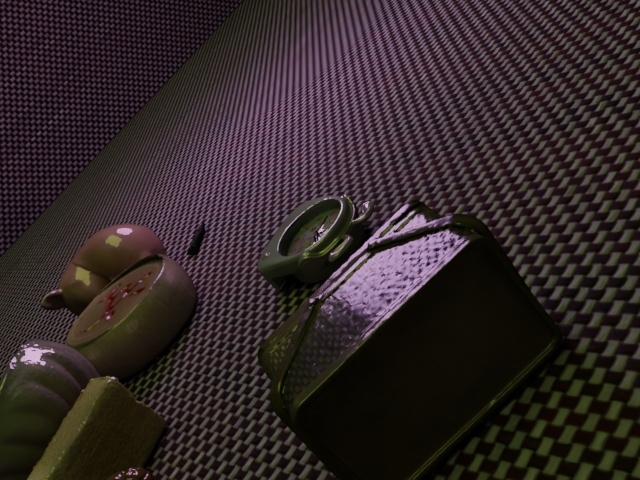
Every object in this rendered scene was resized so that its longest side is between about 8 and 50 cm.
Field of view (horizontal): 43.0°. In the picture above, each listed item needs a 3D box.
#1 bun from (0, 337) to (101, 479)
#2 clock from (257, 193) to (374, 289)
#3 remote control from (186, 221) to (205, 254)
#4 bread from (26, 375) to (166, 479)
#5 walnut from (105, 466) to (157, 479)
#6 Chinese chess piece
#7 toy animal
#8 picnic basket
[{"bbox_3d":[-0.383,0.286,1.214,0.263,0.175,0.263,-168,90,-86],"label":"bun"},{"bbox_3d":[0.000,0.000,1.222,0.191,0.062,0.151,-10,38,49],"label":"clock"},{"bbox_3d":[-0.253,-0.002,1.667,0.034,0.016,0.091,-47,18,31],"label":"remote control"},{"bbox_3d":[-0.307,0.294,1.115,0.068,0.125,0.188,-19,33,39],"label":"bread"},{"bbox_3d":[-0.243,0.333,1.017,0.079,0.082,0.096,-58,7,47],"label":"walnut"},{"bbox_3d":[-0.337,0.138,1.457,0.249,0.103,0.250,-33,24,17],"label":"Chinese chess piece"},{"bbox_3d":[-0.430,0.063,1.650,0.250,0.154,0.166,-36,-18,15],"label":"toy animal"},{"bbox_3d":[0.081,0.106,0.793,0.266,0.165,0.139,-44,25,-2],"label":"picnic basket"}]
